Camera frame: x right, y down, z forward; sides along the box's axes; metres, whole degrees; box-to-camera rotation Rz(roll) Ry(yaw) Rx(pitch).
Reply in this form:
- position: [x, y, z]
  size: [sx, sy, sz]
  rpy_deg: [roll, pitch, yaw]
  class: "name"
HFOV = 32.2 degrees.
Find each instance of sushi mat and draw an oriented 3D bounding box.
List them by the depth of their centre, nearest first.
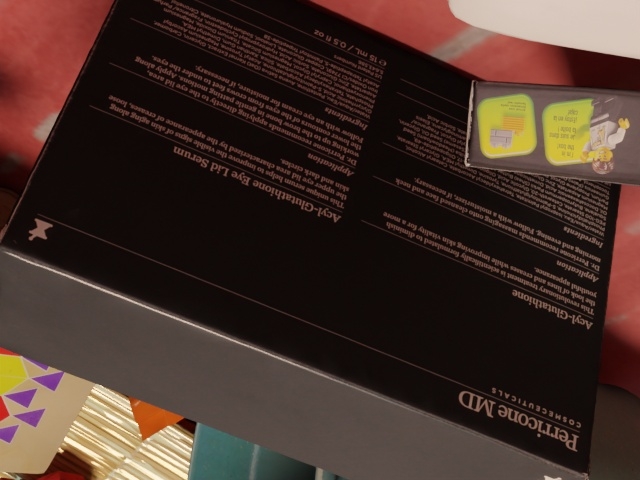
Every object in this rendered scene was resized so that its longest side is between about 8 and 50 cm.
- position: [-0.094, 0.215, 0.828]
  size: [0.316, 0.019, 0.151]
  rpy_deg: [34, 119, -7]
  class: "sushi mat"

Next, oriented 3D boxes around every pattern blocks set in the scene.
- position: [-0.216, 0.089, 0.690]
  size: [0.285, 0.026, 0.325]
  rpy_deg: [18, 128, -34]
  class: "pattern blocks set"

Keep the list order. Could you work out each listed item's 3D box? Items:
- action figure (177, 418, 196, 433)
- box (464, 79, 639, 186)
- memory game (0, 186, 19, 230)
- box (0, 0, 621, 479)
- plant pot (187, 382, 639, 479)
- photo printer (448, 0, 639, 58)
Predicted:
- position: [-0.066, 0.250, 0.947]
  size: [0.330, 0.178, 0.341]
  rpy_deg: [27, 144, 1]
  class: "action figure"
- position: [0.175, -0.037, 0.432]
  size: [0.207, 0.036, 0.114]
  rpy_deg: [10, -169, 33]
  class: "box"
- position: [-0.183, 0.043, 0.769]
  size: [0.186, 0.012, 0.186]
  rpy_deg: [8, 125, 12]
  class: "memory game"
- position: [0.000, 0.000, 0.525]
  size: [0.261, 0.184, 0.103]
  rpy_deg: [23, 145, -9]
  class: "box"
- position: [0.071, 0.163, 0.691]
  size: [0.255, 0.271, 0.271]
  rpy_deg: [10, 150, -18]
  class: "plant pot"
- position: [0.158, -0.173, 0.267]
  size: [0.256, 0.107, 0.307]
  rpy_deg: [10, 147, 9]
  class: "photo printer"
